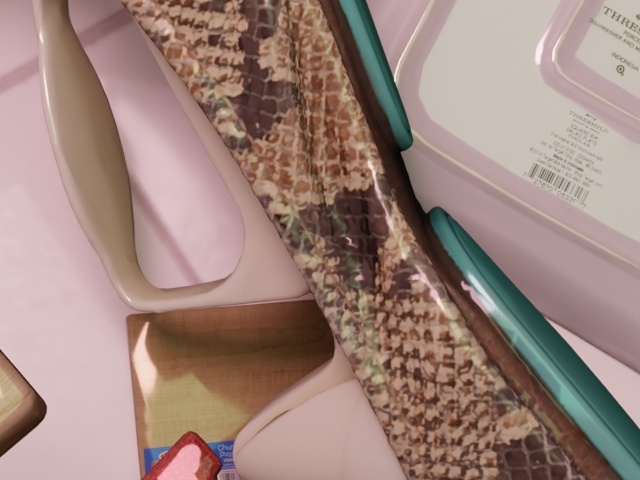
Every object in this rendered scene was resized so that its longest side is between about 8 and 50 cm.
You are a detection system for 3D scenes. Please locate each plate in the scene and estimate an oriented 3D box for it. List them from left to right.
[{"bbox_3d":[0.156,-0.097,0.748,0.277,0.045,0.278,30,83,-4],"label":"plate"}]

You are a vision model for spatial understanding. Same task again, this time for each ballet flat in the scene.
[{"bbox_3d":[0.000,0.000,0.647,0.182,0.164,0.483,-30,93,8],"label":"ballet flat"}]

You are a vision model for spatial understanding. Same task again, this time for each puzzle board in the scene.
[{"bbox_3d":[-0.028,0.079,0.710,0.128,0.011,0.096,-4,79,-12],"label":"puzzle board"}]

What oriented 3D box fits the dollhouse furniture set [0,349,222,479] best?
[{"bbox_3d":[-0.145,0.092,0.589,0.152,0.201,0.374,-41,79,-11],"label":"dollhouse furniture set"}]
